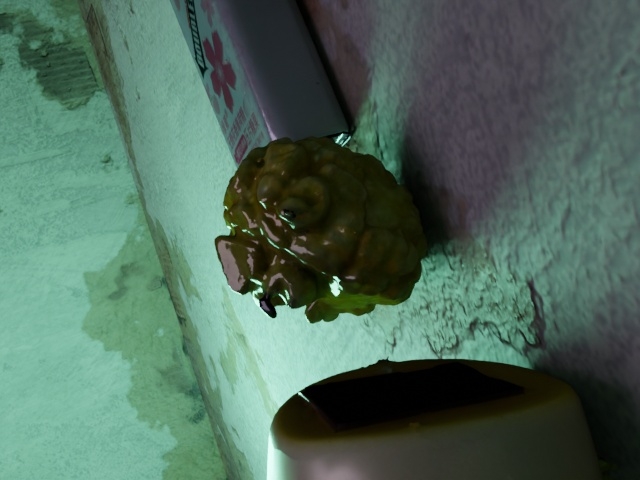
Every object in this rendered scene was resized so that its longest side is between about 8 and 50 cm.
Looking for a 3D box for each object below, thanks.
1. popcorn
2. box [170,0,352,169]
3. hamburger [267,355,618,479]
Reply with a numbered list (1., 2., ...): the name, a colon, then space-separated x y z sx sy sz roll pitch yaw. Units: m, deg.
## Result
1. popcorn: -0.002 -0.002 0.761 0.218 0.169 0.189 40 130 -7
2. box: -0.094 -0.240 0.916 0.369 0.112 0.190 68 160 9
3. hamburger: 0.090 0.203 0.603 0.294 0.276 0.179 -176 80 -73
